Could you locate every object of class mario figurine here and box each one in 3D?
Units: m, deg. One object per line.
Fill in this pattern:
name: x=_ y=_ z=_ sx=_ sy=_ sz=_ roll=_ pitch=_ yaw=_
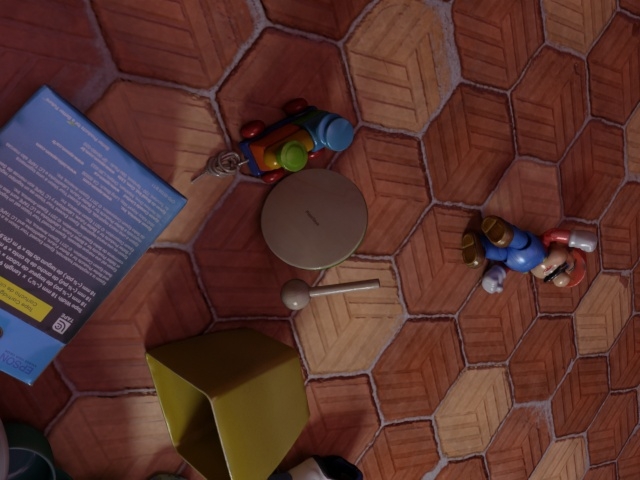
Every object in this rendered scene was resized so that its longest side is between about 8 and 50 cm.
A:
mario figurine: x=0.483 y=0.047 z=1.234 sx=0.321 sy=0.198 sz=0.169 roll=11 pitch=85 yaw=-28

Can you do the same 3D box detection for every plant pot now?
plant pot: x=-0.140 y=0.263 z=0.929 sx=0.187 sy=0.212 sz=0.212 roll=-26 pitch=116 yaw=-36

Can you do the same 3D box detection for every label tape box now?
label tape box: x=-0.388 y=-0.009 z=0.757 sx=0.241 sy=0.106 sz=0.333 roll=43 pitch=81 yaw=-31

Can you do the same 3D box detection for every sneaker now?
sneaker: x=0.023 y=0.560 z=1.138 sx=0.182 sy=0.127 sz=0.315 roll=-31 pitch=115 yaw=-17

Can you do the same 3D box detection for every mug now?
mug: x=-0.459 y=0.348 z=0.817 sx=0.130 sy=0.097 sz=0.157 roll=-31 pitch=117 yaw=-21

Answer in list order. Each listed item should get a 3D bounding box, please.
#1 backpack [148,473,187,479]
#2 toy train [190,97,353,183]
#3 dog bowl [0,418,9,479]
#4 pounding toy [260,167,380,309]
backpack: x=-0.271 y=0.480 z=0.971 sx=0.105 sy=0.084 sz=0.114 roll=26 pitch=87 yaw=-35
toy train: x=-0.075 y=-0.136 z=0.882 sx=0.248 sy=0.143 sz=0.105 roll=-32 pitch=117 yaw=-19
dog bowl: x=-0.543 y=0.290 z=0.681 sx=0.265 sy=0.104 sz=0.264 roll=0 pitch=90 yaw=-3
pounding toy: x=0.000 y=0.000 z=0.976 sx=0.183 sy=0.110 sz=0.236 roll=-12 pitch=72 yaw=3
